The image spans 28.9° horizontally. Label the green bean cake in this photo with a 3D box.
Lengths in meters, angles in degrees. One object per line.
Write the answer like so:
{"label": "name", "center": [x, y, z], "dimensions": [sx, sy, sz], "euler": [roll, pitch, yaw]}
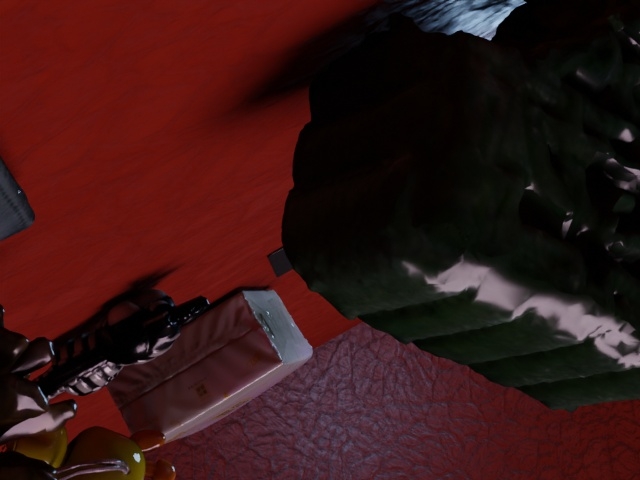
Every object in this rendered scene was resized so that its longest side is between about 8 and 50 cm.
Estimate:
{"label": "green bean cake", "center": [0.149, -0.061, 0.878], "dimensions": [0.307, 0.300, 0.169], "euler": [24, 156, -28]}

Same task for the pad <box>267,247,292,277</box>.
{"label": "pad", "center": [0.000, 0.000, 1.567], "dimensions": [0.143, 0.003, 0.211], "euler": [-30, 172, -4]}

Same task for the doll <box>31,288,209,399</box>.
{"label": "doll", "center": [-0.204, 0.103, 1.242], "dimensions": [0.219, 0.067, 0.091], "euler": [-28, 177, 29]}

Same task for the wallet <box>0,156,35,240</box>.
{"label": "wallet", "center": [-0.275, 0.031, 0.575], "dimensions": [0.290, 0.054, 0.251], "euler": [-34, 177, -12]}

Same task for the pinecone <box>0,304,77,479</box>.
{"label": "pinecone", "center": [-0.283, 0.167, 0.772], "dimensions": [0.309, 0.244, 0.244], "euler": [-41, 179, -32]}

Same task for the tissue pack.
{"label": "tissue pack", "center": [-0.145, 0.170, 1.661], "dimensions": [0.225, 0.124, 0.185], "euler": [-32, 170, 10]}

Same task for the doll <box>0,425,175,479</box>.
{"label": "doll", "center": [-0.280, 0.273, 1.512], "dimensions": [0.135, 0.220, 0.143], "euler": [-39, -148, 52]}
